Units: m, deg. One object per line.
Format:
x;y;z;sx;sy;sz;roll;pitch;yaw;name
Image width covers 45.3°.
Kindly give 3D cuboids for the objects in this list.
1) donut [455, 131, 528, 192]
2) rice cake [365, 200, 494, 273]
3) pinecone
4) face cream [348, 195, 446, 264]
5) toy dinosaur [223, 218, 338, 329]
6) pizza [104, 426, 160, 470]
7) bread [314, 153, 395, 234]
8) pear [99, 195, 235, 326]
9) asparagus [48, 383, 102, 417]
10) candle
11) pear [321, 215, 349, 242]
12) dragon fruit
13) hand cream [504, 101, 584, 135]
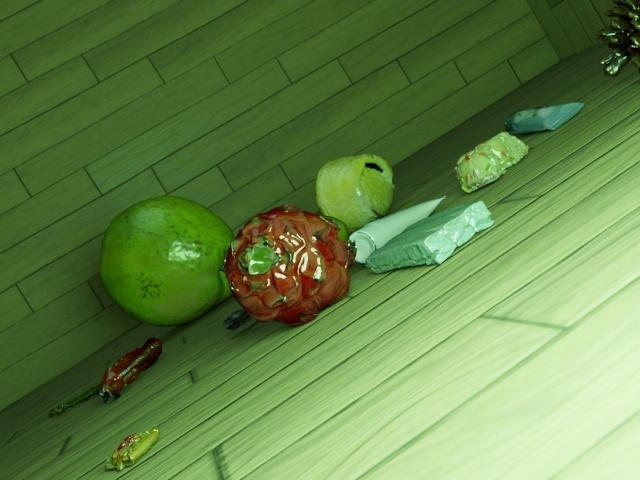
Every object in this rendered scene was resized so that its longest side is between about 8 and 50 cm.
0.293;-0.139;1.367;0.108;0.065;0.166;-28;6;41;donut
0.142;0.000;1.059;0.124;0.038;0.211;-34;5;-25;rice cake
0.597;-0.387;1.384;0.212;0.168;0.185;-29;7;27;pinecone
0.129;-0.022;1.310;0.092;0.058;0.244;-35;-4;39;face cream
-0.053;0.073;1.362;0.294;0.077;0.162;-45;3;24;toy dinosaur
-0.232;0.250;0.916;0.078;0.025;0.083;-28;6;10;pizza
0.080;-0.109;1.819;0.171;0.197;0.197;-12;16;37;bread
-0.394;0.056;2.089;0.391;0.391;0.391;-31;5;3;pear
-0.549;0.363;1.772;0.249;0.025;0.024;-29;48;28;asparagus
-0.401;0.268;1.601;0.084;0.059;0.301;-40;4;8;candle
0.000;0.000;1.595;0.131;0.107;0.107;-20;-5;-45;pear
-0.046;0.038;1.103;0.210;0.172;0.172;4;-22;-42;dragon fruit
0.466;-0.255;1.631;0.088;0.055;0.256;-36;12;-6;hand cream
